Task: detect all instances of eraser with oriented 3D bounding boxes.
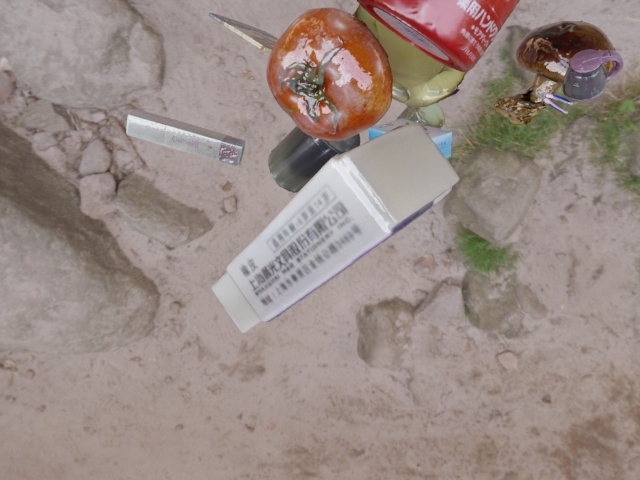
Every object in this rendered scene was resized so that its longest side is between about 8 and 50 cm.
[{"bbox_3d":[0.000,0.000,0.480,0.081,0.124,0.279,54,136,4],"label":"eraser"}]

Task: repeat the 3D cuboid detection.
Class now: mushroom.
[{"bbox_3d":[0.862,-0.599,1.651,0.334,0.331,0.356,-12,111,-33],"label":"mushroom"}]

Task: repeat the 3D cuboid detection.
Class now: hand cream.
[{"bbox_3d":[0.150,-0.317,0.587,0.193,0.193,0.125,30,111,-8],"label":"hand cream"}]

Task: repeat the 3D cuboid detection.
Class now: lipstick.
[{"bbox_3d":[-0.440,-0.339,1.519,0.371,0.080,0.076,15,120,-7],"label":"lipstick"}]

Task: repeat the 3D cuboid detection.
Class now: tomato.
[{"bbox_3d":[0.002,-0.267,0.789,0.237,0.095,0.236,23,145,18],"label":"tomato"}]

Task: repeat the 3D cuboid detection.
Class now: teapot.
[{"bbox_3d":[0.788,-0.484,1.337,0.148,0.146,0.116,14,77,31],"label":"teapot"}]

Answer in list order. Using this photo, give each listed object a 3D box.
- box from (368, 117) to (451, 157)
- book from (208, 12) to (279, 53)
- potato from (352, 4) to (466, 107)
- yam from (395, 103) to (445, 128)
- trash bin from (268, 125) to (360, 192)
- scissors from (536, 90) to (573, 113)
[{"bbox_3d":[0.274,-0.308,1.429,0.143,0.232,0.083,-22,125,-25],"label":"box"},{"bbox_3d":[-0.171,-0.614,1.407,0.322,0.228,0.018,43,120,32],"label":"book"},{"bbox_3d":[0.193,-0.410,0.833,0.242,0.242,0.285,-22,145,10],"label":"potato"},{"bbox_3d":[0.354,-0.424,1.810,0.161,0.161,0.268,33,133,-9],"label":"yam"},{"bbox_3d":[-0.032,-0.322,1.629,0.252,0.203,0.301,47,137,-11],"label":"trash bin"},{"bbox_3d":[0.701,-0.422,1.382,0.012,0.113,0.039,-19,140,-35],"label":"scissors"}]
